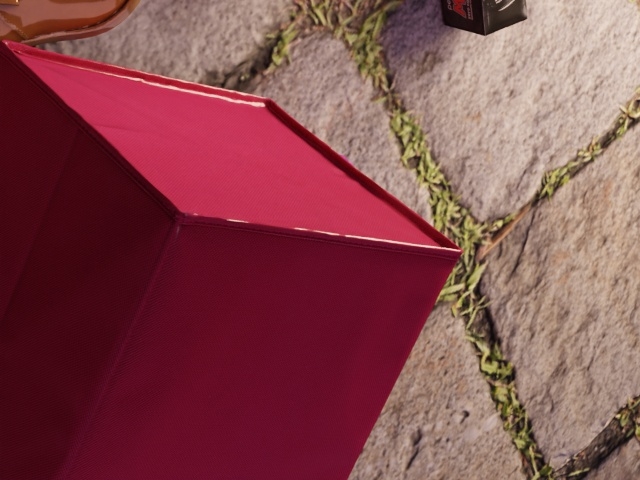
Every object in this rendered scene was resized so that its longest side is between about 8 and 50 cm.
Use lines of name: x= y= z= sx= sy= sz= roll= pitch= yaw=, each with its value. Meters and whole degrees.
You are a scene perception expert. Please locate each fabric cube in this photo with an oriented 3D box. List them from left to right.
fabric cube: x=-0.111 y=0.045 z=1.020 sx=0.254 sy=0.259 sz=0.258 roll=7 pitch=114 yaw=-42

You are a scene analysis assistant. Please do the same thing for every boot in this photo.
boot: x=-0.210 y=-0.196 z=1.014 sx=0.197 sy=0.073 sz=0.152 roll=-50 pitch=125 yaw=-17

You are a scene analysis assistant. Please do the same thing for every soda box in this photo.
soda box: x=0.136 y=-0.268 z=1.268 sx=0.053 sy=0.060 sz=0.169 roll=-25 pitch=120 yaw=-29

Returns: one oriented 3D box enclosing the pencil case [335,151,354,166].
pencil case: x=0.000 y=0.000 z=1.254 sx=0.070 sy=0.064 sz=0.151 roll=-6 pitch=112 yaw=-10
